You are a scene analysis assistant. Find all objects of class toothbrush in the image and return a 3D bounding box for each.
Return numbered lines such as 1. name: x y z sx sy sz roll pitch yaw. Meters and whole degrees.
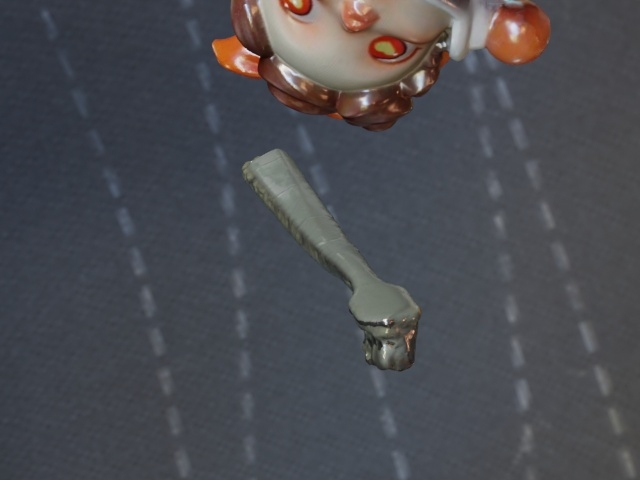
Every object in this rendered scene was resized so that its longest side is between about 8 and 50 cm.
1. toothbrush: 0.000 0.000 0.882 0.297 0.030 0.031 -127 -150 -68

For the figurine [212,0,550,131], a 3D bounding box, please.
1. figurine: 0.025 -0.140 0.829 0.183 0.226 0.160 13 52 -26
